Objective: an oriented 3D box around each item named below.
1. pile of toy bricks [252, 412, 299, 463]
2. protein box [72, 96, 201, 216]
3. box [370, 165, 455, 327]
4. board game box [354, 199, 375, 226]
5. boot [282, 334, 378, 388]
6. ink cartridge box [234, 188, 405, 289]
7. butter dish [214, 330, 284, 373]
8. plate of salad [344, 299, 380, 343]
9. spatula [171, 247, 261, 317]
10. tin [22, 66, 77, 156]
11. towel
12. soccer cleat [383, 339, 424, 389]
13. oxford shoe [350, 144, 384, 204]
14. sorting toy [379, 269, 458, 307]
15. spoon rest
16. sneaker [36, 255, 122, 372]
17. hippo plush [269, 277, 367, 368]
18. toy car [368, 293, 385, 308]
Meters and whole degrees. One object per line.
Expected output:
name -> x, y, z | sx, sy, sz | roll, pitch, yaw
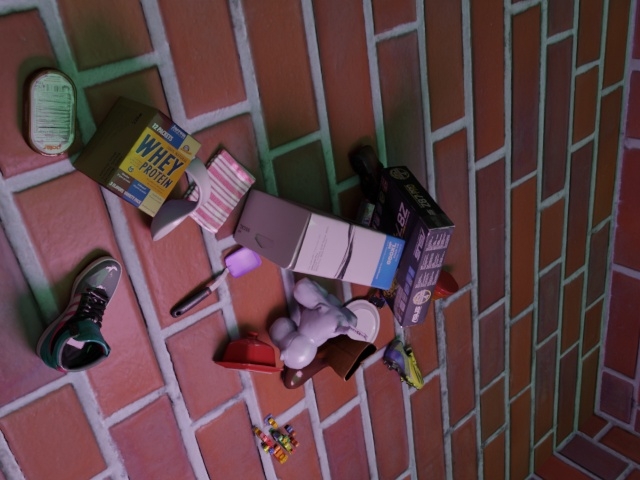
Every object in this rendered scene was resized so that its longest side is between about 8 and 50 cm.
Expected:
pile of toy bricks -> -0.125, 0.669, 2.104 | 0.118, 0.105, 0.212 | -43, 130, -20
protein box -> -0.413, -0.191, 1.430 | 0.136, 0.201, 0.200 | 39, 80, -43
box -> 0.258, 0.019, 1.959 | 0.097, 0.318, 0.395 | -9, 133, -21
board game box -> 0.130, -0.050, 2.037 | 0.026, 0.103, 0.154 | 15, 98, -10
boot -> 0.026, 0.397, 1.991 | 0.264, 0.280, 0.096 | -39, 112, -17
ink cartridge box -> 0.000, 0.000, 1.814 | 0.395, 0.285, 0.166 | 14, 96, -44
butter dish -> -0.206, 0.328, 1.885 | 0.160, 0.160, 0.118 | 19, 72, -45
plate of salad -> 0.123, 0.301, 2.213 | 0.199, 0.048, 0.200 | -7, 103, -33
spatula -> -0.295, 0.120, 1.782 | 0.296, 0.030, 0.084 | -39, 128, -22
tin -> -0.581, -0.274, 1.367 | 0.106, 0.040, 0.190 | -4, 110, -36
towel -> -0.274, -0.128, 1.700 | 0.197, 0.029, 0.144 | -55, 133, -9
soccer cleat -> 0.341, 0.482, 2.449 | 0.121, 0.093, 0.289 | -58, 135, -16
oxford shoe -> 0.175, -0.204, 2.030 | 0.096, 0.082, 0.227 | -46, 134, -28
sorting toy -> 0.346, 0.201, 2.354 | 0.365, 0.127, 0.126 | -6, 141, -37
spoon rest -> -0.334, -0.082, 1.541 | 0.137, 0.084, 0.276 | -43, 176, -44
sneaker -> -0.541, 0.186, 1.490 | 0.124, 0.178, 0.295 | 36, 83, -44
hippo plush -> -0.019, 0.286, 1.945 | 0.236, 0.294, 0.234 | -49, 145, 5
toy car -> 0.205, 0.176, 2.213 | 0.040, 0.060, 0.122 | 30, 71, -74
